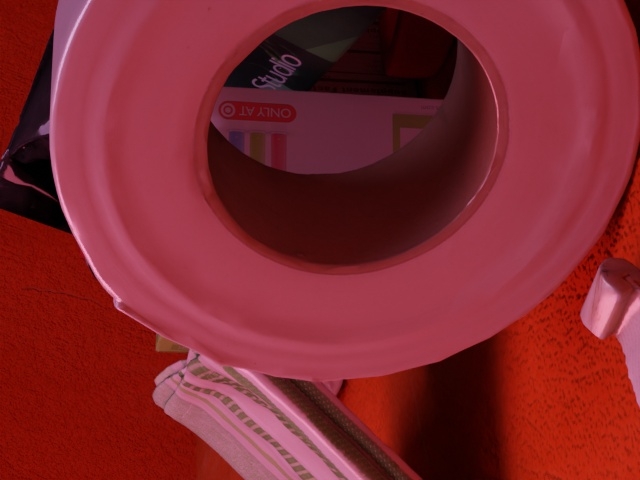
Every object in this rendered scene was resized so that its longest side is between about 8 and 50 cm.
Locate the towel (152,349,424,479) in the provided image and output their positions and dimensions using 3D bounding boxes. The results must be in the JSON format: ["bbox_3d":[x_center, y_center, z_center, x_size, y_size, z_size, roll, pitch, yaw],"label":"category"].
[{"bbox_3d":[-0.010,0.162,1.060,0.038,0.248,0.325,-48,0,-18],"label":"towel"}]

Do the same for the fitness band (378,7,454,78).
[{"bbox_3d":[0.070,-0.267,1.129,0.209,0.054,0.291,-143,54,-75],"label":"fitness band"}]

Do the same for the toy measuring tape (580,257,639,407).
[{"bbox_3d":[0.112,0.135,0.605,0.121,0.121,0.330,101,167,-45],"label":"toy measuring tape"}]

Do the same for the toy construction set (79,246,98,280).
[{"bbox_3d":[-0.110,-0.026,1.650,0.237,0.257,0.309,-66,13,-5],"label":"toy construction set"}]

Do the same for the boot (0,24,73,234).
[{"bbox_3d":[-0.110,-0.251,1.114,0.367,0.146,0.445,116,177,-67],"label":"boot"}]

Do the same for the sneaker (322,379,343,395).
[{"bbox_3d":[-0.031,0.065,1.445,0.127,0.126,0.321,-104,29,-44],"label":"sneaker"}]

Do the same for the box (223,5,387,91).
[{"bbox_3d":[0.015,-0.203,0.948,0.232,0.058,0.322,-68,12,-23],"label":"box"}]

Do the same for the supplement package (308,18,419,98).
[{"bbox_3d":[-0.006,-0.152,1.290,0.139,0.133,0.244,101,166,-46],"label":"supplement package"}]

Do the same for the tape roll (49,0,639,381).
[{"bbox_3d":[0.008,-0.070,0.743,0.100,0.286,0.286,-104,19,-56],"label":"tape roll"}]

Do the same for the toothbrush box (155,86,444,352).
[{"bbox_3d":[0.000,0.000,1.016,0.283,0.206,0.122,127,145,-75],"label":"toothbrush box"}]
